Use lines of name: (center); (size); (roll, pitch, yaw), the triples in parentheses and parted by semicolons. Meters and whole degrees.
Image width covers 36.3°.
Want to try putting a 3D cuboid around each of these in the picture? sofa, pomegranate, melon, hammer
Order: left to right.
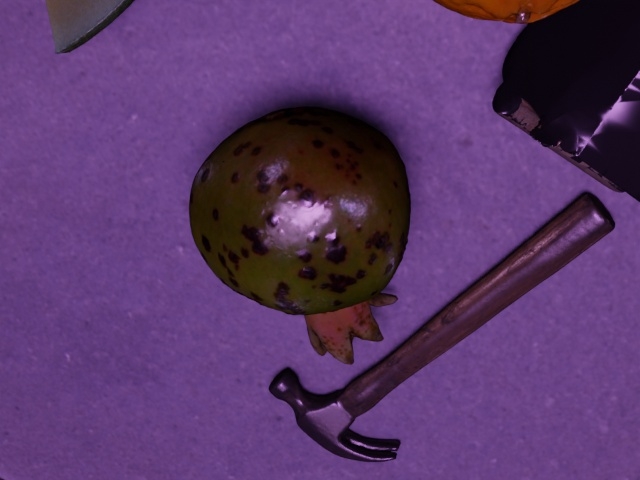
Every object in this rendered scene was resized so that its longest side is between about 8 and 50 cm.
melon: (-0.204, -0.310, 1.000); (0.114, 0.053, 0.262); (48, 111, 9)
pomegranate: (0.008, -0.004, 0.989); (0.231, 0.231, 0.286); (-32, 114, 22)
hammer: (0.140, 0.099, 1.098); (0.168, 0.044, 0.440); (44, 114, -8)
sofa: (0.316, -0.166, 0.908); (0.200, 0.182, 0.258); (29, 117, -22)

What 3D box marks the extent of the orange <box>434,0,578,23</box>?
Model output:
orange: (0.163, -0.288, 0.833); (0.219, 0.219, 0.193); (-26, 63, 20)
